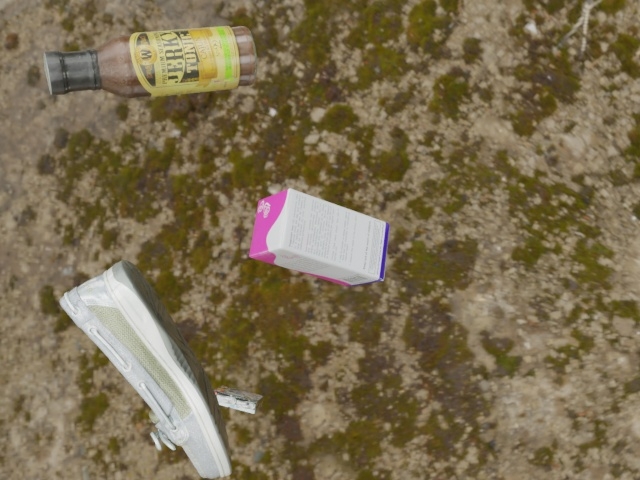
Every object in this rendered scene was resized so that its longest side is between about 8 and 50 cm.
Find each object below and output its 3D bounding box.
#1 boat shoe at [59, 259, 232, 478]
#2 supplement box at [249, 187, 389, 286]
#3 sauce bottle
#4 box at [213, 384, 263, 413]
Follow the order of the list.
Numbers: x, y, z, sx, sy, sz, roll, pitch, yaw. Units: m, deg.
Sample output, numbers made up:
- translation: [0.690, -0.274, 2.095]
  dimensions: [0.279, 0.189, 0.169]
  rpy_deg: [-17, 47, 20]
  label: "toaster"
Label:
- translation: [-0.214, 0.182, 0.993]
  dimensions: [0.103, 0.118, 0.320]
  rpy_deg: [-28, 107, -2]
  label: "boat shoe"
- translation: [0.000, 0.000, 1.348]
  dimensions: [0.111, 0.220, 0.114]
  rpy_deg: [-14, 64, 54]
  label: "supplement box"
- translation: [-0.281, -0.294, 1.282]
  dimensions: [0.111, 0.344, 0.111]
  rpy_deg: [168, 90, -70]
  label: "sauce bottle"
- translation: [-0.168, 0.320, 1.540]
  dimensions: [0.094, 0.137, 0.027]
  rpy_deg: [13, 84, 2]
  label: "box"
